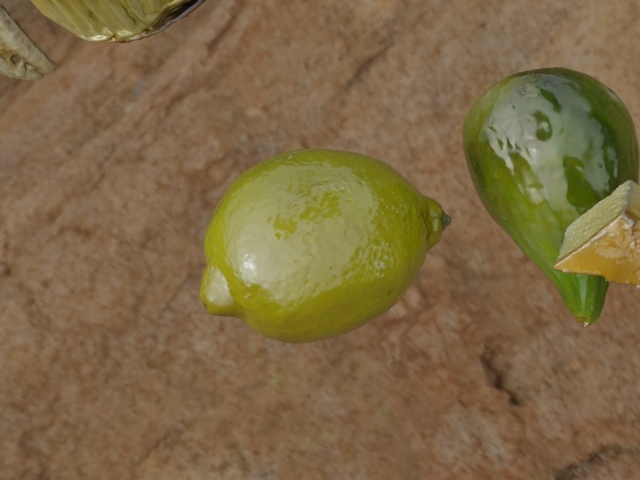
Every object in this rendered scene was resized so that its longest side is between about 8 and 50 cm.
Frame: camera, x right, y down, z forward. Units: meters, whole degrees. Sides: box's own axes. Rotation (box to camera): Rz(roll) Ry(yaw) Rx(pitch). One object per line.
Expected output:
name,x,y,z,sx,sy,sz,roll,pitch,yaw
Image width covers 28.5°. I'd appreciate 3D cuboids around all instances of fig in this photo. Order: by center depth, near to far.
fig,0.234,-0.059,1.181,0.167,0.167,0.233,-37,100,6

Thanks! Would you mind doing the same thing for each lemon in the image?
lemon,0.000,0.000,1.171,0.249,0.184,0.184,-19,56,-16

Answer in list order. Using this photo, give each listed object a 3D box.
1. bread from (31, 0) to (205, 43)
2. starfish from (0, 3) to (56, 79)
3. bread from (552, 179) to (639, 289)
bread,-0.138,-0.204,0.724,0.132,0.114,0.190,-43,58,-6
starfish,-0.183,-0.171,0.522,0.062,0.277,0.235,-27,68,-20
bread,0.264,0.013,1.045,0.080,0.109,0.084,-46,10,36
